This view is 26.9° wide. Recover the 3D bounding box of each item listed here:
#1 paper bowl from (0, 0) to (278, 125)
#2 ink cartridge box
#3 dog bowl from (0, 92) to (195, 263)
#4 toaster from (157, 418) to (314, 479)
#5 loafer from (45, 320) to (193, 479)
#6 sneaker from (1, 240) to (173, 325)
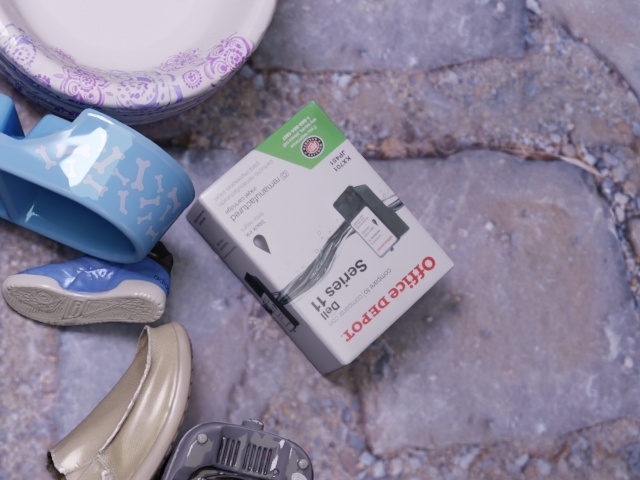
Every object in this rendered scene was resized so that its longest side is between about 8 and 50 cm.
[{"bbox_3d":[-0.187,-0.245,1.220,0.284,0.148,0.284,2,84,-15],"label":"paper bowl"},{"bbox_3d":[0.000,0.000,1.256,0.153,0.087,0.208,-42,92,-17],"label":"ink cartridge box"},{"bbox_3d":[-0.257,-0.069,1.145,0.297,0.166,0.074,22,69,5],"label":"dog bowl"},{"bbox_3d":[-0.090,0.268,1.146,0.129,0.146,0.227,15,75,-10],"label":"toaster"},{"bbox_3d":[-0.189,0.188,1.162,0.092,0.102,0.269,24,74,-14],"label":"loafer"},{"bbox_3d":[-0.209,0.029,1.217,0.152,0.058,0.085,0,46,10],"label":"sneaker"}]
